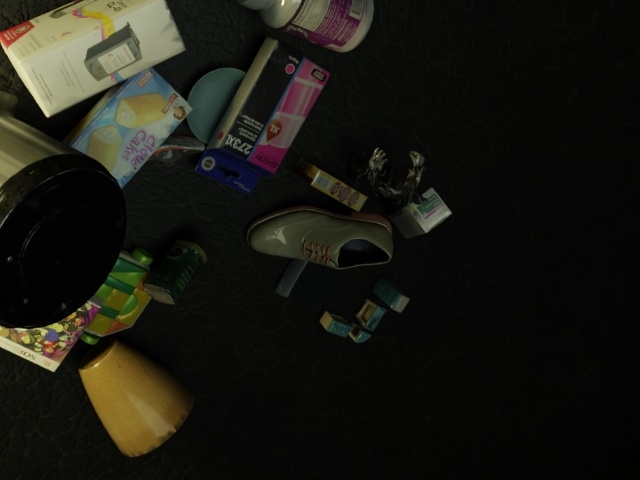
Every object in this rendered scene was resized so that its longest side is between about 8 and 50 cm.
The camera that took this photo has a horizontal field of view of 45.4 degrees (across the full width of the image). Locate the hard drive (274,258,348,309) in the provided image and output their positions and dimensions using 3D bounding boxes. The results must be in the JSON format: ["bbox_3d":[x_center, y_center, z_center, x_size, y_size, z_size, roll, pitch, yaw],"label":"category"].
[{"bbox_3d":[-0.001,0.075,2.188,0.172,0.054,0.254,27,99,-38],"label":"hard drive"}]

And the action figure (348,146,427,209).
[{"bbox_3d":[0.188,-0.176,2.026,0.164,0.276,0.140,4,108,-32],"label":"action figure"}]

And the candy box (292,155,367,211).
[{"bbox_3d":[0.026,-0.150,2.048,0.187,0.109,0.053,25,100,-38],"label":"candy box"}]

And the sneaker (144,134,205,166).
[{"bbox_3d":[-0.355,-0.209,1.823,0.158,0.061,0.064,-5,127,-18],"label":"sneaker"}]

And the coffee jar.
[{"bbox_3d":[-0.353,0.067,1.902,0.184,0.096,0.079,-58,142,-30],"label":"coffee jar"}]

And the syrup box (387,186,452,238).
[{"bbox_3d":[0.275,-0.075,2.156,0.093,0.237,0.096,-38,91,-8],"label":"syrup box"}]

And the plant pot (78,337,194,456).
[{"bbox_3d":[-0.493,0.378,1.965,0.237,0.237,0.254,-38,113,-9],"label":"plant pot"}]

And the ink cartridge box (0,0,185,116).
[{"bbox_3d":[-0.462,-0.398,1.541,0.306,0.226,0.131,-32,129,-15],"label":"ink cartridge box"}]

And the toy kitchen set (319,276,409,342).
[{"bbox_3d":[0.129,0.208,2.297,0.166,0.122,0.207,25,100,-38],"label":"toy kitchen set"}]

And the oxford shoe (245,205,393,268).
[{"bbox_3d":[0.000,0.000,2.025,0.397,0.146,0.140,-2,123,-2],"label":"oxford shoe"}]

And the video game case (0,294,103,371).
[{"bbox_3d":[-0.656,0.176,1.778,0.210,0.042,0.232,32,112,-21],"label":"video game case"}]

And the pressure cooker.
[{"bbox_3d":[-0.643,-0.069,1.506,0.370,0.420,0.375,-51,153,-27],"label":"pressure cooker"}]

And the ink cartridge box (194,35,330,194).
[{"bbox_3d":[-0.141,-0.289,1.857,0.176,0.069,0.371,23,103,-38],"label":"ink cartridge box"}]

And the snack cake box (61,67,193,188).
[{"bbox_3d":[-0.430,-0.250,1.695,0.152,0.089,0.264,44,80,-29],"label":"snack cake box"}]

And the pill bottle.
[{"bbox_3d":[-0.039,-0.552,1.753,0.302,0.169,0.169,11,108,-35],"label":"pill bottle"}]

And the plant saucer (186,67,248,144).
[{"bbox_3d":[-0.236,-0.323,1.840,0.195,0.037,0.194,-15,123,-25],"label":"plant saucer"}]

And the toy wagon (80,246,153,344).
[{"bbox_3d":[-0.575,0.102,1.842,0.344,0.068,0.267,31,96,-39],"label":"toy wagon"}]
